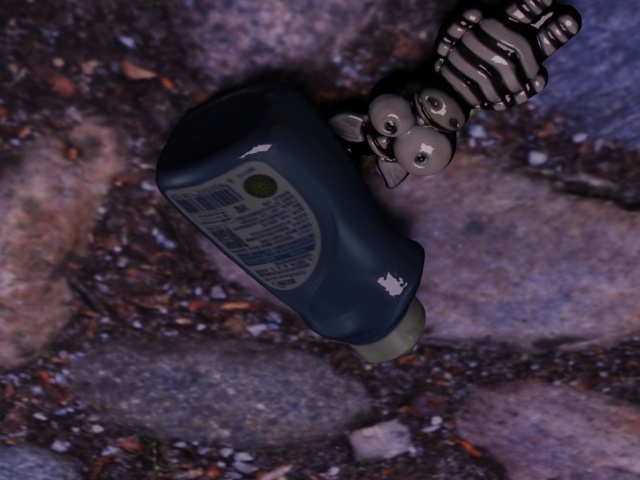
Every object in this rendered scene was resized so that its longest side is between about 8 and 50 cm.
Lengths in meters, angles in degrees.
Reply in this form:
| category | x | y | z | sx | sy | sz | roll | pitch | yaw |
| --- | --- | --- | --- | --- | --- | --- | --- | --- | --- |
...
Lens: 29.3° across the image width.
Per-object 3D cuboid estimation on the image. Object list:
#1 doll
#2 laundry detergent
| category | x | y | z | sx | sy | sz | roll | pitch | yaw |
| --- | --- | --- | --- | --- | --- | --- | --- | --- | --- |
| doll | 0.098 | -0.114 | 0.927 | 0.091 | 0.067 | 0.219 | 41 | 122 | -21 |
| laundry detergent | 0.000 | 0.000 | 1.013 | 0.143 | 0.094 | 0.290 | -18 | 131 | 31 |
